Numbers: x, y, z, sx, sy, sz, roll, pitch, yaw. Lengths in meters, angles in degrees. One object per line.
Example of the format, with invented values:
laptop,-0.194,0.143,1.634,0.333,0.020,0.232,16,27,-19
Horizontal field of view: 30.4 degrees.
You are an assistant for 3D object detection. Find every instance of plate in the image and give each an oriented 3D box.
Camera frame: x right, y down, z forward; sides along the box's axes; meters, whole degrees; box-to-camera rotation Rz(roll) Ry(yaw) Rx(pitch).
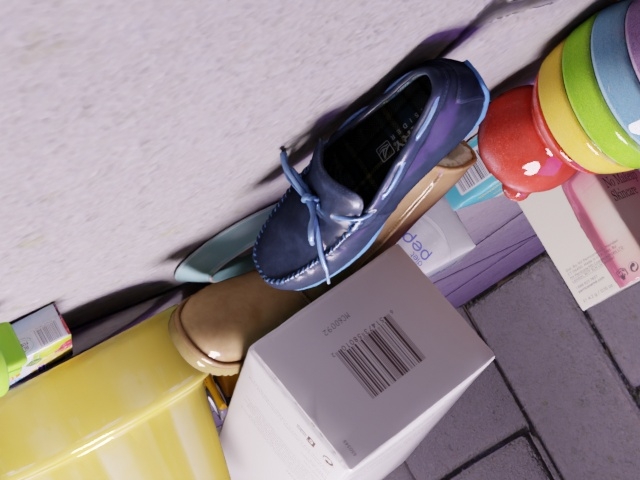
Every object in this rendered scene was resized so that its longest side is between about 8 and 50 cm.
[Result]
plate,-0.063,0.003,1.213,0.188,0.024,0.188,-28,171,-5

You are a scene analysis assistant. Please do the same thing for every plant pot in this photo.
plant pot,-0.203,0.225,1.213,0.254,0.239,0.254,-28,180,0

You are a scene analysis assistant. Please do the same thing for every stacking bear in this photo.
stacking bear,0.272,-0.133,1.109,0.164,0.175,0.289,-22,176,-45

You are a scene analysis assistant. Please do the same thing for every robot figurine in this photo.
robot figurine,-0.297,0.107,0.943,0.115,0.067,0.101,-23,171,-32

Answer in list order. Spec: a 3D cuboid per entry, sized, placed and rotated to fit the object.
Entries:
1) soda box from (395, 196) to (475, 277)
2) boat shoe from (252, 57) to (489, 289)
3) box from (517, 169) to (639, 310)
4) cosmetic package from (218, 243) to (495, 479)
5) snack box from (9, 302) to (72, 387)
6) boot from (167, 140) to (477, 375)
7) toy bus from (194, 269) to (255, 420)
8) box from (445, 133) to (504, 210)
soda box,0.059,0.045,1.582,0.286,0.091,0.098,-27,170,-13
boat shoe,0.019,-0.060,0.964,0.258,0.109,0.089,-51,155,23
box,0.391,-0.040,1.673,0.127,0.232,0.149,-36,168,36
cosmetic package,0.018,0.182,1.231,0.197,0.155,0.365,-34,166,-26
snack box,-0.296,0.114,1.069,0.141,0.037,0.100,-27,170,-17
boot,0.000,0.000,1.121,0.269,0.089,0.236,-47,166,29
toy bus,-0.098,0.131,1.434,0.108,0.130,0.332,-28,173,-13
box,0.244,-0.103,1.435,0.100,0.060,0.244,-36,168,39
